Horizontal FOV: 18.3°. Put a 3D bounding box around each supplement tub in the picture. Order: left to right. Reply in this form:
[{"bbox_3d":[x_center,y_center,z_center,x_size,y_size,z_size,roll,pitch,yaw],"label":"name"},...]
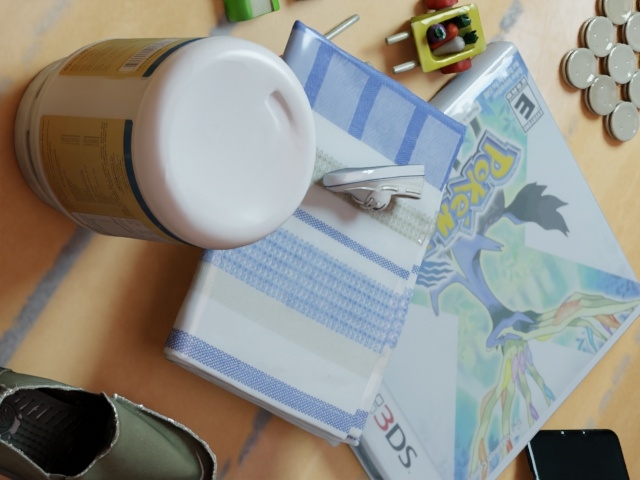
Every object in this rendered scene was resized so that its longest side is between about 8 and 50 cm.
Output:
[{"bbox_3d":[-0.114,-0.071,1.393,0.144,0.199,0.144,-4,97,-37],"label":"supplement tub"}]

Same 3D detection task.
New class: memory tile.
[{"bbox_3d":[0.280,-0.176,1.812,0.113,0.012,0.148,44,68,-32],"label":"memory tile"}]

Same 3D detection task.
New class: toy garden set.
[{"bbox_3d":[0.034,-0.212,1.592,0.244,0.049,0.204,-23,107,-35],"label":"toy garden set"}]

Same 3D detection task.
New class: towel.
[{"bbox_3d":[0.000,0.000,1.546,0.209,0.034,0.285,29,77,-38],"label":"towel"}]

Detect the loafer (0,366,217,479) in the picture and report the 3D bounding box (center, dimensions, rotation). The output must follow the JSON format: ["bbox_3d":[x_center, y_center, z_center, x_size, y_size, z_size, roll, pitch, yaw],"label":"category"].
[{"bbox_3d":[-0.169,0.155,1.440,0.251,0.087,0.094,22,81,-37],"label":"loafer"}]

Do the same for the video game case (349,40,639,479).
[{"bbox_3d":[0.122,0.045,1.691,0.329,0.036,0.300,-45,119,-26],"label":"video game case"}]

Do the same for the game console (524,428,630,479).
[{"bbox_3d":[0.224,0.235,1.803,0.122,0.071,0.107,4,122,-37],"label":"game console"}]

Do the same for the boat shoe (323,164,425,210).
[{"bbox_3d":[0.042,-0.040,1.534,0.100,0.035,0.035,-6,96,-45],"label":"boat shoe"}]
